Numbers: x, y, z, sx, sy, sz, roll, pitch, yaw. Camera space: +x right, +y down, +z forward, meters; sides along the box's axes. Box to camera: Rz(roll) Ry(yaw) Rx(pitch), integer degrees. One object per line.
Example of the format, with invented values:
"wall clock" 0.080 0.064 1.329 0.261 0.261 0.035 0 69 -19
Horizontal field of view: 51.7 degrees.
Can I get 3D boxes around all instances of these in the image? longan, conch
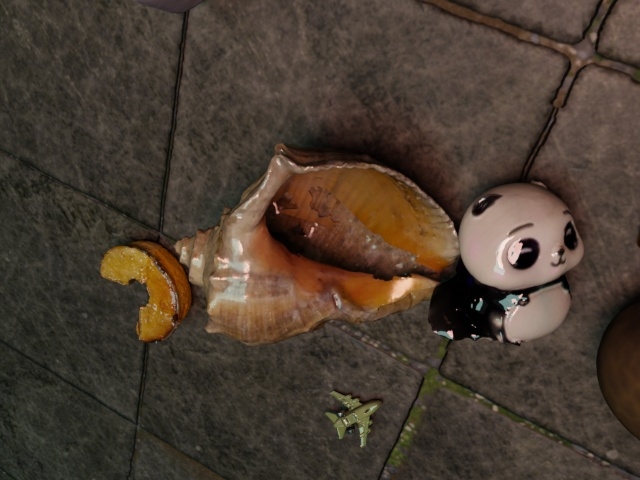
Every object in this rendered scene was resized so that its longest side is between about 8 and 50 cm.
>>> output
"longan" 0.410 0.137 0.702 0.198 0.198 0.212 41 112 4
"conch" -0.006 -0.012 0.847 0.297 0.352 0.210 103 154 -43

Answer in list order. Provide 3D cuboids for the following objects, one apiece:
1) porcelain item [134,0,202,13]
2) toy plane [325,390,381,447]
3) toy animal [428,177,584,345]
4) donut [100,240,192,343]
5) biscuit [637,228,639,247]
"porcelain item" -0.259 -0.453 0.718 0.178 0.242 0.405 -40 91 19
"toy plane" 0.055 0.283 1.063 0.111 0.040 0.102 -37 84 39
"toy animal" 0.218 0.026 0.762 0.138 0.166 0.179 41 136 44
"donut" -0.284 0.078 1.119 0.146 0.078 0.181 -28 94 35
"biscuit" 0.396 -0.024 0.724 0.081 0.018 0.083 6 119 26
